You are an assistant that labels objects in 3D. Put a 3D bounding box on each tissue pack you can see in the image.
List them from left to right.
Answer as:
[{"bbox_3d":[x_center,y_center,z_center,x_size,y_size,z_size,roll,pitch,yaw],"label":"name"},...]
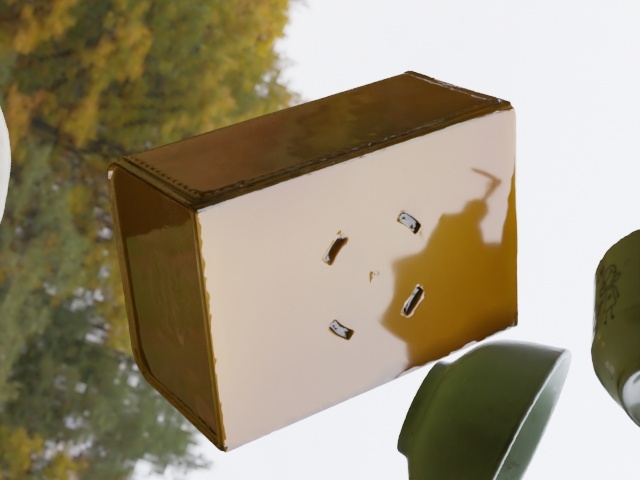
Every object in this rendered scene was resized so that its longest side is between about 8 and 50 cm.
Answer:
[{"bbox_3d":[0.000,0.000,0.997,0.145,0.274,0.194,32,-47,48],"label":"tissue pack"}]

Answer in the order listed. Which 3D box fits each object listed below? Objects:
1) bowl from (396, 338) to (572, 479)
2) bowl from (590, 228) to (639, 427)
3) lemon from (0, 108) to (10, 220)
[{"bbox_3d":[0.187,0.235,1.668,0.289,0.146,0.289,-54,160,-30],"label":"bowl"},{"bbox_3d":[0.308,0.093,1.079,0.211,0.211,0.112,-33,-159,50],"label":"bowl"},{"bbox_3d":[-0.400,-0.071,1.105,0.297,0.297,0.297,-45,-148,38],"label":"lemon"}]
